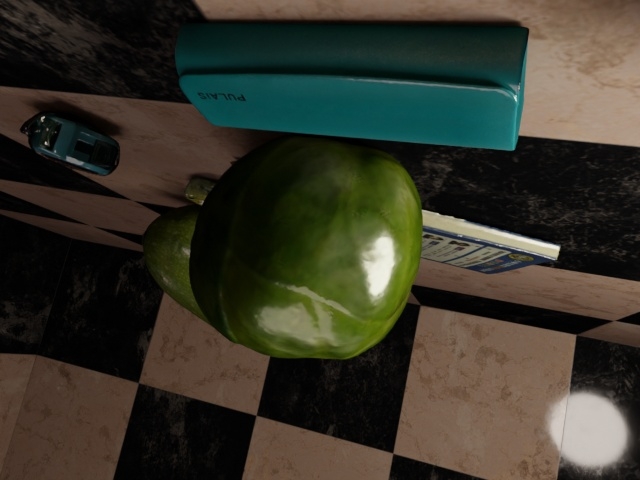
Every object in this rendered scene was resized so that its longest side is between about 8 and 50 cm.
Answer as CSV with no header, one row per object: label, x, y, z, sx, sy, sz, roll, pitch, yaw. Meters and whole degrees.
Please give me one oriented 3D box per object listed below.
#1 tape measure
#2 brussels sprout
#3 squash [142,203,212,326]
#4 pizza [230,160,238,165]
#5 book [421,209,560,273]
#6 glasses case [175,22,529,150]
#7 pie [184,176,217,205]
tape measure,-0.389,-0.153,0.863,0.146,0.081,0.125,22,177,-40
brussels sprout,-0.030,0.004,0.736,0.281,0.290,0.355,5,-164,-18
squash,-0.246,0.022,1.277,0.308,0.310,0.310,34,170,2
pizza,-0.104,-0.111,0.908,0.099,0.029,0.100,30,159,-36
book,0.189,-0.007,1.067,0.427,0.039,0.300,14,170,-5
glasses case,0.023,-0.135,0.494,0.300,0.070,0.117,10,169,21
pie,-0.180,-0.083,1.099,0.186,0.041,0.187,12,170,2
